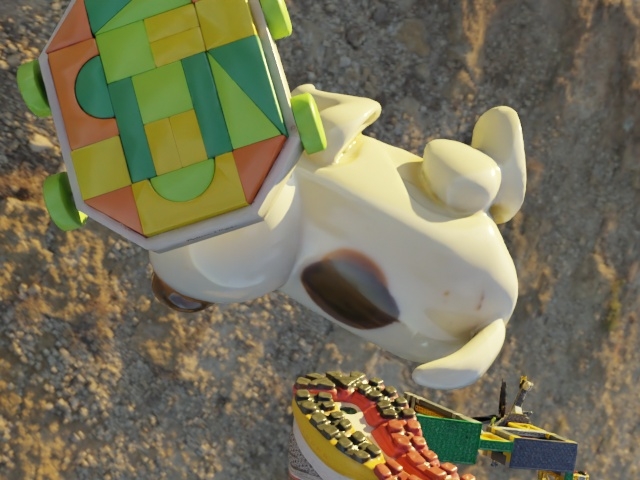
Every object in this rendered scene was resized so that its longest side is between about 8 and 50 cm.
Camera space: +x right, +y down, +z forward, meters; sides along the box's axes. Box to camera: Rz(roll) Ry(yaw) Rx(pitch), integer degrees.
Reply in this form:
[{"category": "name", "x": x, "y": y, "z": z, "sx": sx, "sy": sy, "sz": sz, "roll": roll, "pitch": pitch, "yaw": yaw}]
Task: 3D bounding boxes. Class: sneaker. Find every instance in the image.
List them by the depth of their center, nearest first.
[{"category": "sneaker", "x": 0.048, "y": 0.166, "z": 0.433, "sx": 0.088, "sy": 0.225, "sz": 0.093, "roll": -1, "pitch": 115, "yaw": -26}]

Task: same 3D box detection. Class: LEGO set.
[{"category": "LEGO set", "x": 0.146, "y": 0.299, "z": 0.974, "sx": 0.331, "sy": 0.192, "sz": 0.255, "roll": 3, "pitch": 91, "yaw": -23}]

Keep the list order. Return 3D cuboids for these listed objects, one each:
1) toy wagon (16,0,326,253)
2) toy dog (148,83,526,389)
[{"category": "toy wagon", "x": -0.156, "y": -0.167, "z": 0.758, "sx": 0.068, "sy": 0.267, "sz": 0.345, "roll": 43, "pitch": 30, "yaw": -80}, {"category": "toy dog", "x": 0.000, "y": 0.000, "z": 0.930, "sx": 0.407, "sy": 0.396, "sz": 0.285, "roll": 11, "pitch": 143, "yaw": -11}]
